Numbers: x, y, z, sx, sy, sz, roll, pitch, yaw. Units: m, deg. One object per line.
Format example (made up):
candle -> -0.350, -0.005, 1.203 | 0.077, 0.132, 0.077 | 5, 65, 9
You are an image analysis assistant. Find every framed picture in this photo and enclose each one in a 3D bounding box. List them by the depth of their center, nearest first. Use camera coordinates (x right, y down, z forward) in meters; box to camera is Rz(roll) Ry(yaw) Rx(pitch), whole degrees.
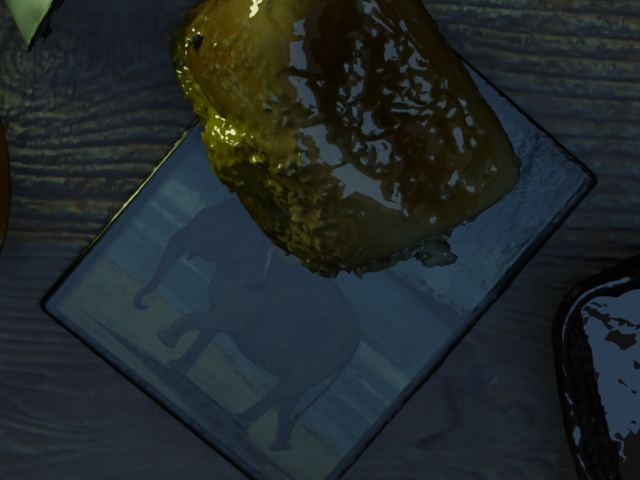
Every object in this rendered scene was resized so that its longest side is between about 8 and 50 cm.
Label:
framed picture -> 0.000, 0.000, 1.478 | 0.265, 0.016, 0.347 | 41, 93, -10

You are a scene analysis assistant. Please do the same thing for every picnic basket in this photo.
picnic basket -> 0.282, 0.136, 1.472 | 0.222, 0.129, 0.297 | -16, 100, -1

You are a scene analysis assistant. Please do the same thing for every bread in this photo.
bread -> 0.010, -0.078, 1.360 | 0.176, 0.195, 0.246 | -34, 101, -4

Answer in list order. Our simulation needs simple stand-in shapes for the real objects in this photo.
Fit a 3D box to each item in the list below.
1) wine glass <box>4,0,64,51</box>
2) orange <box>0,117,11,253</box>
wine glass -> -0.246, -0.222, 1.369 | 0.183, 0.122, 0.122 | 29, 95, -7
orange -> -0.325, -0.052, 1.353 | 0.249, 0.183, 0.249 | 19, 135, 21
